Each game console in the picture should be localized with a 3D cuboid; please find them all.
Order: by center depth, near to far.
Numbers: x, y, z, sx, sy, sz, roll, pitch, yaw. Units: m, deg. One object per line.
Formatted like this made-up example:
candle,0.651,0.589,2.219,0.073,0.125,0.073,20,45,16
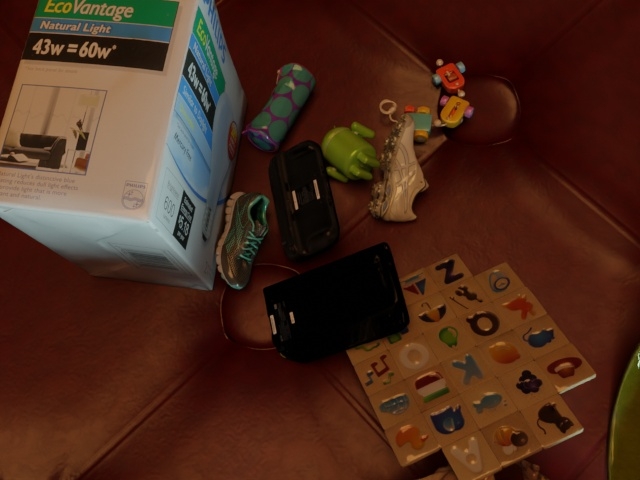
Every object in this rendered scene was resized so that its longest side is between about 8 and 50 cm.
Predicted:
game console,0.000,0.000,1.065,0.213,0.044,0.361,-21,66,19

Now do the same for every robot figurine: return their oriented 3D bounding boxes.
robot figurine,0.047,-0.145,1.114,0.115,0.067,0.101,44,113,37

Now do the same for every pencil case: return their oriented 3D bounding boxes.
pencil case,-0.070,-0.230,1.164,0.070,0.064,0.151,28,75,-3

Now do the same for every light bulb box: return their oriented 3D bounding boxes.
light bulb box,-0.269,-0.149,1.002,0.225,0.358,0.361,7,74,6

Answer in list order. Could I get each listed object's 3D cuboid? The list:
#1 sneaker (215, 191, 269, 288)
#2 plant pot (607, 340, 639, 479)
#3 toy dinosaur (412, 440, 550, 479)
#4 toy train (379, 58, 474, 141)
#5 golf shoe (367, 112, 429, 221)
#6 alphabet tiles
sneaker,-0.119,-0.006,1.081,0.076,0.065,0.166,-13,67,42
plant pot,0.604,0.283,0.807,0.353,0.366,0.366,14,73,-3
toy dinosaur,0.204,0.378,0.901,0.296,0.127,0.200,21,75,12
toy train,0.190,-0.231,1.153,0.166,0.046,0.125,-31,65,-5
golf shoe,0.138,-0.115,1.099,0.086,0.069,0.176,13,97,-9
alphabet tiles,0.197,0.165,0.960,0.285,0.011,0.342,-24,45,-3
